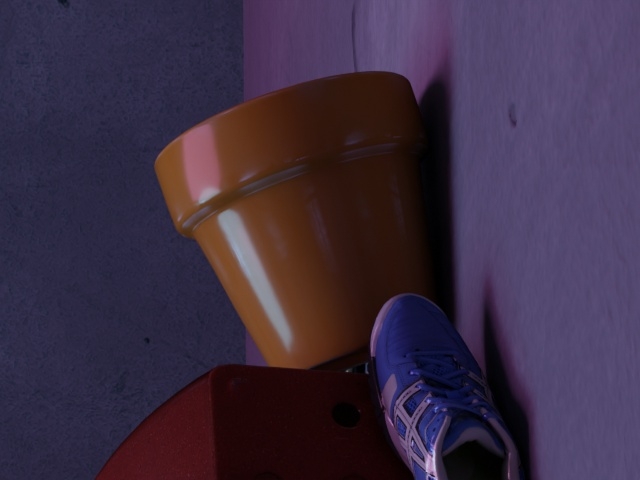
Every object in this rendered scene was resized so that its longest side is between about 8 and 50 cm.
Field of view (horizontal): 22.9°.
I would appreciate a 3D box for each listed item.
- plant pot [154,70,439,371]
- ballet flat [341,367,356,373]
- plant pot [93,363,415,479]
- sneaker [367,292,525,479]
[{"bbox_3d":[0.000,0.000,1.184,0.205,0.205,0.188,117,136,-76],"label":"plant pot"},{"bbox_3d":[0.008,0.112,1.588,0.073,0.067,0.206,-102,12,-55],"label":"ballet flat"},{"bbox_3d":[-0.008,0.226,1.053,0.236,0.267,0.267,112,157,-48],"label":"plant pot"},{"bbox_3d":[0.085,0.114,0.961,0.081,0.080,0.211,106,152,-50],"label":"sneaker"}]
